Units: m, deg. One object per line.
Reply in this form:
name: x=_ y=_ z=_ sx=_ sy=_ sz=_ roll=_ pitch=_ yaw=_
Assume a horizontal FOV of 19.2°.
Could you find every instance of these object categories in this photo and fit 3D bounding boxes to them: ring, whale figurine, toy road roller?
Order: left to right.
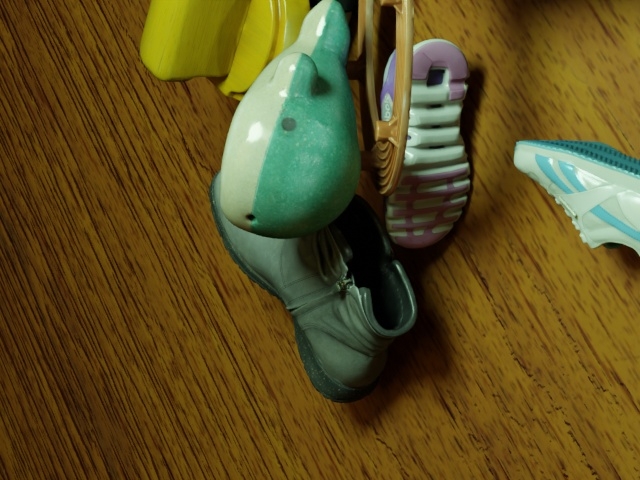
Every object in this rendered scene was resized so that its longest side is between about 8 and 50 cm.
toy road roller: x=-0.119 y=-0.289 z=2.220 sx=0.329 sy=0.240 sz=0.202 roll=44 pitch=125 yaw=41
whale figurine: x=-0.009 y=-0.124 z=2.019 sx=0.216 sy=0.141 sz=0.272 roll=98 pitch=-167 yaw=-58
ring: x=0.057 y=-0.214 z=1.991 sx=0.336 sy=0.032 sz=0.337 roll=180 pitch=90 yaw=-83

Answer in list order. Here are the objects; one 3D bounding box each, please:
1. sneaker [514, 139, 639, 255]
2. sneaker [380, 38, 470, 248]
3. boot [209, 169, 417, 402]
sneaker: x=0.269 y=-0.044 z=1.865 sx=0.228 sy=0.087 sz=0.092 roll=29 pitch=117 yaw=50
sneaker: x=0.105 y=-0.111 z=2.075 sx=0.104 sy=0.095 sz=0.236 roll=-143 pitch=53 yaw=-62
boot: x=0.000 y=0.000 z=2.151 sx=0.338 sy=0.118 sz=0.223 roll=55 pitch=152 yaw=19
